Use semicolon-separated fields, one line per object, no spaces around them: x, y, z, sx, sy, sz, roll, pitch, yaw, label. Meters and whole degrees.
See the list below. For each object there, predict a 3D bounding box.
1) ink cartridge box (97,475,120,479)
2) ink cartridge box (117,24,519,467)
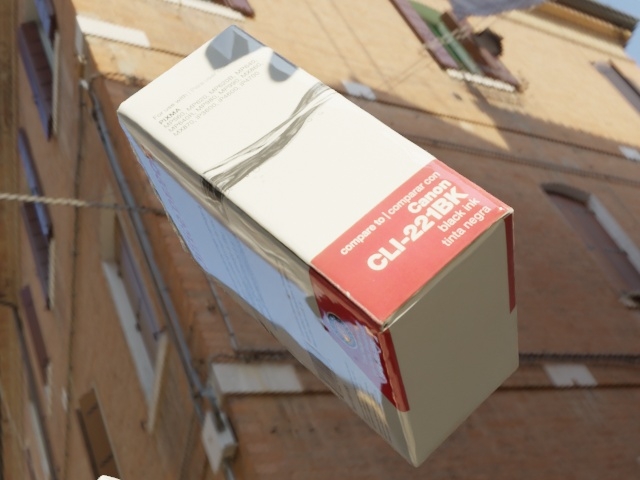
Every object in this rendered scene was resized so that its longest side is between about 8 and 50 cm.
-0.269;0.373;1.035;0.045;0.179;0.145;26;-54;-26;ink cartridge box
0.000;0.000;0.662;0.114;0.273;0.197;-41;-34;-17;ink cartridge box
